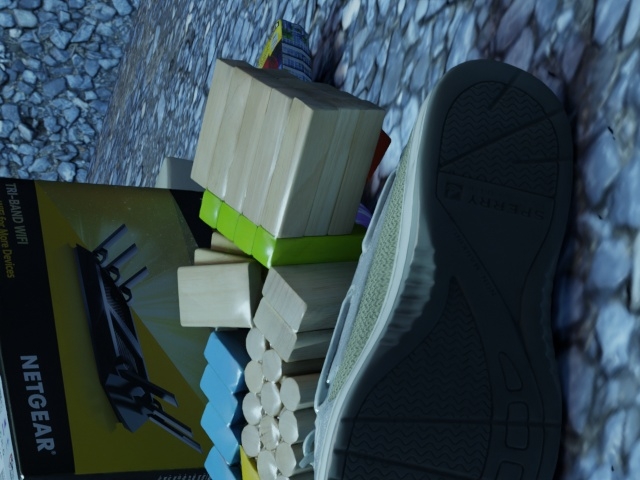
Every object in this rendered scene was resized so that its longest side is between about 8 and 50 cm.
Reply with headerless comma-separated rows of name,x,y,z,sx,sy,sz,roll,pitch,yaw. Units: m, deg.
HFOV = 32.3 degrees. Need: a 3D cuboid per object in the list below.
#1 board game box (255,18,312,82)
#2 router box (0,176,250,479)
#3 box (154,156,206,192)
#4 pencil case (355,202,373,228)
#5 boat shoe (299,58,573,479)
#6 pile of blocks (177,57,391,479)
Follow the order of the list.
board game box,-0.044,-0.075,1.066,0.194,0.060,0.194,122,152,-45
router box,-0.151,0.082,0.896,0.081,0.243,0.309,-63,37,36
box,-0.121,0.042,1.140,0.275,0.113,0.094,-96,24,-46
pencil case,0.000,0.000,0.863,0.086,0.088,0.206,-38,24,2
boat shoe,0.060,0.060,0.600,0.103,0.118,0.320,136,146,-69
pile of blocks,-0.005,0.065,0.716,0.149,0.112,0.362,0,92,51
